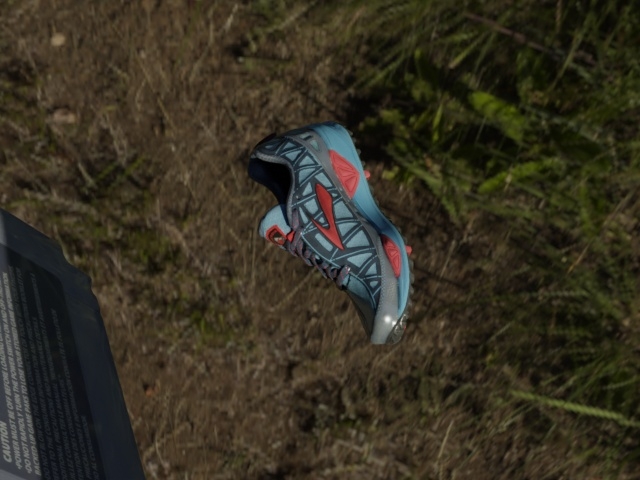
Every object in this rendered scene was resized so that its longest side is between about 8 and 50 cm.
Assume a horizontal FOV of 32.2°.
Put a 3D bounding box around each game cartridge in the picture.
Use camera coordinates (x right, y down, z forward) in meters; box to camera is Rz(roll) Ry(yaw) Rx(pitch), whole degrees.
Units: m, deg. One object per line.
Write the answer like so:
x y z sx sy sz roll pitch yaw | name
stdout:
-0.191 0.070 0.611 0.062 0.198 0.297 -45 40 15 | game cartridge

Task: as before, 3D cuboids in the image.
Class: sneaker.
0.000 0.000 1.099 0.125 0.104 0.261 -10 55 -22 | sneaker
